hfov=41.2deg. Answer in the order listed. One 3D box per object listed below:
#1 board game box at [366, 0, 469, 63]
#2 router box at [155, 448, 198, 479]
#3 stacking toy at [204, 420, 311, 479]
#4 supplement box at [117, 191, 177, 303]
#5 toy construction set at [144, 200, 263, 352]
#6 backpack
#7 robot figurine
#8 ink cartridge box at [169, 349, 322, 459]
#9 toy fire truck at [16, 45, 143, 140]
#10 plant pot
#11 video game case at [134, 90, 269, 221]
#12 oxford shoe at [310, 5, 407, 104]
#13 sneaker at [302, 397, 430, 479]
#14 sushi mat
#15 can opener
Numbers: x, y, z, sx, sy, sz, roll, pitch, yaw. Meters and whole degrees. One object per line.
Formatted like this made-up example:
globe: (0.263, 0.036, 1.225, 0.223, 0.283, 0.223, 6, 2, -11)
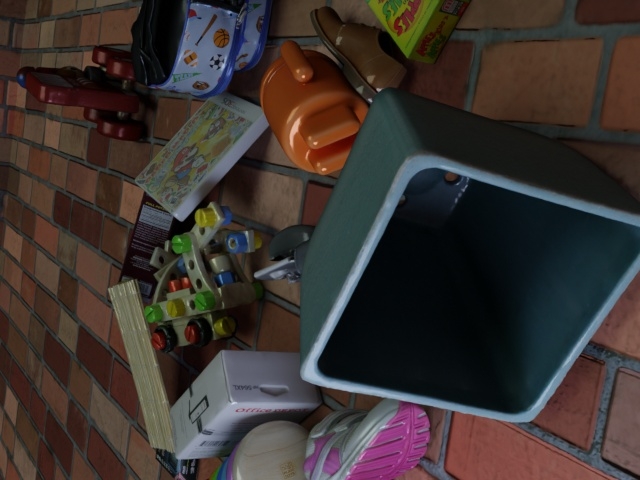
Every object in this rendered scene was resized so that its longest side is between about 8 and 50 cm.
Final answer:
board game box: (0.107, -0.311, 1.054, 0.092, 0.043, 0.181, -60, 40, 34)
router box: (-0.262, 0.379, 1.567, 0.122, 0.038, 0.092, 16, 99, 58)
stacking toy: (-0.110, 0.372, 1.263, 0.330, 0.141, 0.141, 135, 131, -55)
supplement box: (-0.316, -0.016, 1.623, 0.130, 0.073, 0.240, -84, 14, -64)
toy construction set: (-0.213, 0.068, 1.419, 0.327, 0.151, 0.215, -17, 85, 61)
backpack: (-0.208, -0.370, 1.412, 0.276, 0.213, 0.264, 21, 96, 63)
robot figurine: (-0.009, -0.173, 1.140, 0.128, 0.158, 0.219, -53, 36, 21)
ink cartridge box: (-0.113, 0.241, 1.243, 0.203, 0.148, 0.086, -49, 46, 43)
toy fire truck: (-0.520, -0.336, 1.862, 0.302, 0.253, 0.170, 36, 117, 53)
plant pot: (0.119, -0.015, 0.829, 0.252, 0.247, 0.247, -103, 32, -54)
video game case: (-0.201, -0.151, 1.434, 0.227, 0.026, 0.206, -49, 35, -5)
oxford shoe: (0.053, -0.258, 1.128, 0.076, 0.076, 0.212, -44, 50, 15)
sneaker: (0.039, 0.251, 1.042, 0.252, 0.102, 0.111, -56, 45, 38)
sushi mat: (-0.321, 0.225, 1.542, 0.151, 0.019, 0.317, -19, 86, 61)
can opener: (0.000, 0.000, 1.159, 0.283, 0.075, 0.095, -27, 65, 53)
